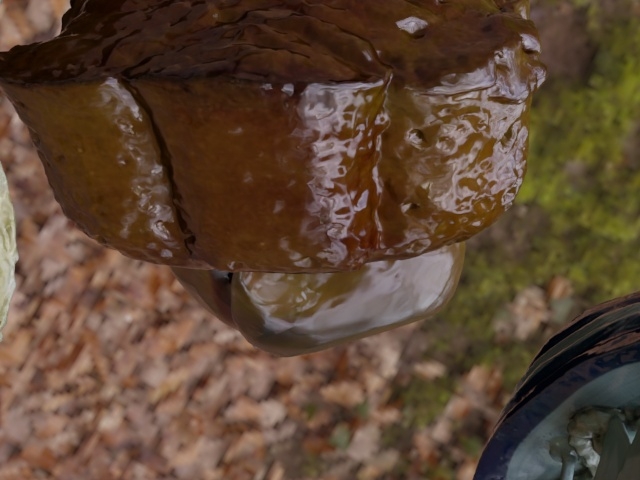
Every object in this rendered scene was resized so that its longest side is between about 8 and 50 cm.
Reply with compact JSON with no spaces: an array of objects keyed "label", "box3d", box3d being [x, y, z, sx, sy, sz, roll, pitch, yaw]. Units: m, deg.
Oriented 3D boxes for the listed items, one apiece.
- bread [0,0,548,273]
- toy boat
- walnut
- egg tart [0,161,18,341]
[{"label":"bread","box3d":[-0.011,-0.078,0.790,0.232,0.246,0.135,-64,151,-57]},{"label":"toy boat","box3d":[0.109,0.147,0.752,0.220,0.067,0.291,-51,-169,46]},{"label":"walnut","box3d":[0.000,0.000,0.951,0.245,0.137,0.137,-5,124,-51]},{"label":"egg tart","box3d":[-0.131,-0.003,0.479,0.039,0.105,0.105,-82,-164,-77]}]
